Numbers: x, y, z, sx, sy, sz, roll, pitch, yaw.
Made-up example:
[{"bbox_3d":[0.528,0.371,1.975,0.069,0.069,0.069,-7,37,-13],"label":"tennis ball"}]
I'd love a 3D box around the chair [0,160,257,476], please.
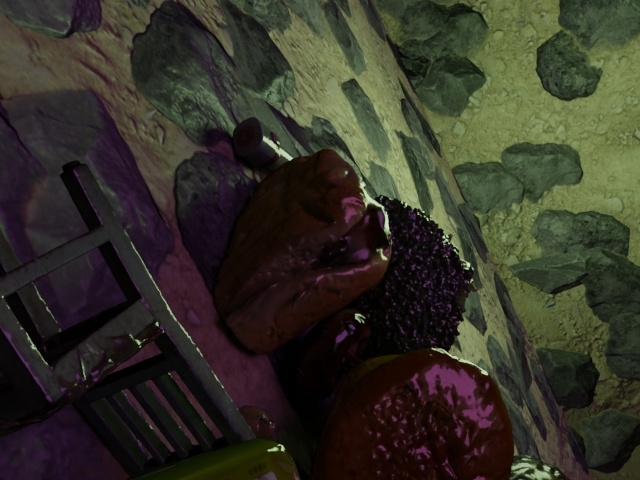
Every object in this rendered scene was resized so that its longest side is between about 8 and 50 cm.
[{"bbox_3d":[-0.185,0.100,0.427,0.270,0.136,0.147,62,26,-10],"label":"chair"}]

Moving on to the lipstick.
[{"bbox_3d":[-0.064,-0.130,0.981,0.186,0.057,0.063,32,37,-55],"label":"lipstick"}]

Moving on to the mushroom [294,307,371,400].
[{"bbox_3d":[0.023,0.158,0.828,0.080,0.135,0.170,35,-6,32],"label":"mushroom"}]

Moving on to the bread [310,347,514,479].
[{"bbox_3d":[0.109,0.262,0.733,0.268,0.268,0.146,64,-15,-3],"label":"bread"}]

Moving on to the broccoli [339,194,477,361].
[{"bbox_3d":[0.135,0.081,0.998,0.260,0.235,0.288,36,74,-46],"label":"broccoli"}]

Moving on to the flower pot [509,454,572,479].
[{"bbox_3d":[0.290,0.473,0.829,0.266,0.267,0.267,65,7,-2],"label":"flower pot"}]

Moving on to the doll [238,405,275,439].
[{"bbox_3d":[-0.079,0.230,0.657,0.061,0.051,0.093,33,69,-52],"label":"doll"}]

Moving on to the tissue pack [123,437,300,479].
[{"bbox_3d":[-0.142,0.231,0.314,0.275,0.200,0.167,9,58,-61],"label":"tissue pack"}]

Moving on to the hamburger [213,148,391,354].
[{"bbox_3d":[0.001,-0.003,0.814,0.162,0.209,0.330,54,28,-23],"label":"hamburger"}]
